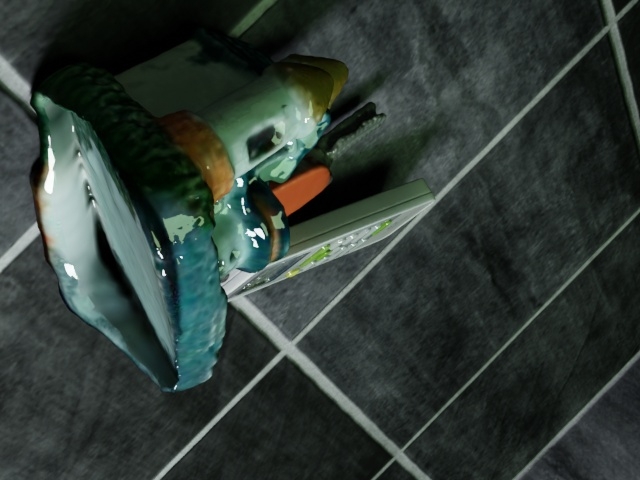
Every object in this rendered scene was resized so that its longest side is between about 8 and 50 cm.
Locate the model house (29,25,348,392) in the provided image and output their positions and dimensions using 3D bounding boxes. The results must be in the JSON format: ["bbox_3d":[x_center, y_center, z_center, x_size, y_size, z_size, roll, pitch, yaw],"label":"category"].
[{"bbox_3d":[-0.067,-0.061,1.233,0.291,0.184,0.253,-38,148,-27],"label":"model house"}]

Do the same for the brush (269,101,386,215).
[{"bbox_3d":[-0.065,-0.032,1.399,0.323,0.051,0.070,-36,151,-21],"label":"brush"}]

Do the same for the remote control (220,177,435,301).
[{"bbox_3d":[0.000,0.000,1.524,0.250,0.034,0.103,-20,168,-42],"label":"remote control"}]
